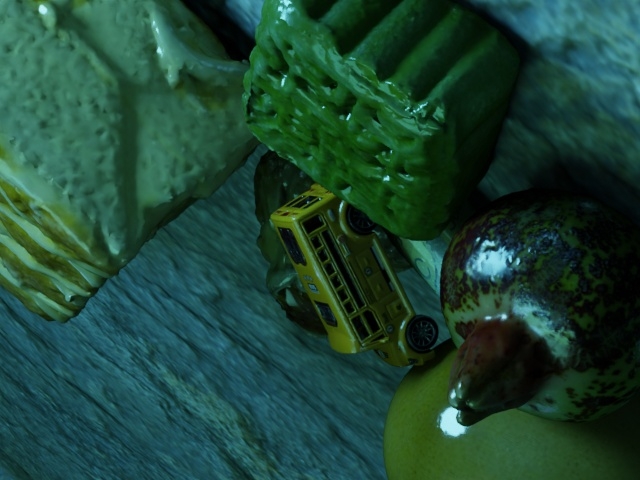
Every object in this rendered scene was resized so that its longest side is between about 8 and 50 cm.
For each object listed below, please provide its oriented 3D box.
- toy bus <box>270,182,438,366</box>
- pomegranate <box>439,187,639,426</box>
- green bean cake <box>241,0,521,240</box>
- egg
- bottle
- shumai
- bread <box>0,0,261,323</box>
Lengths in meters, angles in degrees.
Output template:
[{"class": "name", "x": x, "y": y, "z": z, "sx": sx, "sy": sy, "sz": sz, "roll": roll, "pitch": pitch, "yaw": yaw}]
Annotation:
[{"class": "toy bus", "x": 0.032, "y": 0.042, "z": 1.669, "sx": 0.194, "sy": 0.088, "sz": 0.083, "roll": 63, "pitch": 161, "yaw": -13}, {"class": "pomegranate", "x": 0.182, "y": 0.073, "z": 1.513, "sx": 0.214, "sy": 0.248, "sz": 0.214, "roll": 28, "pitch": 139, "yaw": 28}, {"class": "green bean cake", "x": 0.049, "y": -0.128, "z": 1.522, "sx": 0.222, "sy": 0.125, "sz": 0.248, "roll": 36, "pitch": 154, "yaw": 11}, {"class": "egg", "x": 0.212, "y": 0.215, "z": 1.694, "sx": 0.322, "sy": 0.250, "sz": 0.250, "roll": 24, "pitch": 150, "yaw": 32}, {"class": "bottle", "x": 0.086, "y": -0.038, "z": 1.668, "sx": 0.270, "sy": 0.083, "sz": 0.083, "roll": 48, "pitch": 155, "yaw": 2}, {"class": "shumai", "x": 0.000, "y": 0.000, "z": 1.775, "sx": 0.209, "sy": 0.153, "sz": 0.161, "roll": 24, "pitch": 157, "yaw": 24}, {"class": "bread", "x": -0.282, "y": -0.141, "z": 1.783, "sx": 0.390, "sy": 0.279, "sz": 0.371, "roll": 43, "pitch": 156, "yaw": -4}]
